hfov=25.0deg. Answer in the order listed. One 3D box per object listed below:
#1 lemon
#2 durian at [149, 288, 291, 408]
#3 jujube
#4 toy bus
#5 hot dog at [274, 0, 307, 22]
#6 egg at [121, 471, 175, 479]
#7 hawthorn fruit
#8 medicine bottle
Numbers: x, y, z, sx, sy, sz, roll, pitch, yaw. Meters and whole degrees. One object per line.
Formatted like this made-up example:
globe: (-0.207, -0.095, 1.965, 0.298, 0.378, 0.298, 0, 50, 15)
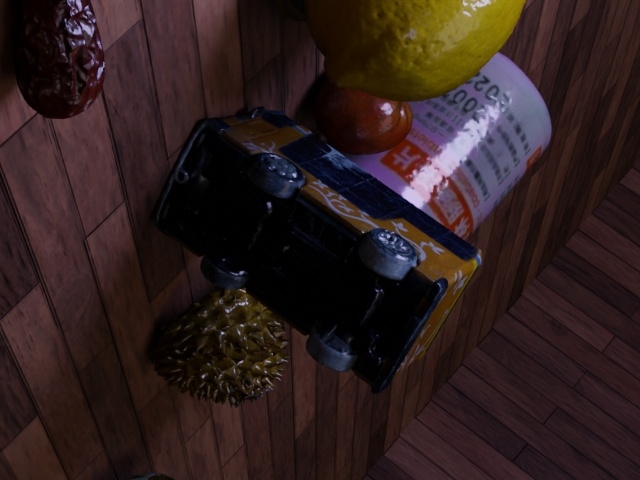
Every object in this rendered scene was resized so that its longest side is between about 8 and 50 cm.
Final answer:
lemon: (0.101, -0.271, 1.489, 0.236, 0.236, 0.263, 29, 67, -72)
durian: (-0.112, 0.139, 1.870, 0.183, 0.138, 0.249, -22, 163, 18)
jujube: (-0.213, -0.160, 1.168, 0.077, 0.077, 0.129, -41, 148, -35)
toy bus: (0.000, 0.000, 1.590, 0.194, 0.323, 0.162, -23, 145, -61)
hot dog: (-0.032, -0.256, 1.507, 0.137, 0.028, 0.044, 19, 81, -74)
egg: (-0.264, 0.418, 1.970, 0.231, 0.169, 0.169, -58, 167, -30)
hawthorn fruit: (0.050, -0.155, 1.759, 0.140, 0.125, 0.125, -56, 162, 4)
medicine bottle: (0.112, -0.074, 1.909, 0.388, 0.219, 0.219, -46, 161, -21)
